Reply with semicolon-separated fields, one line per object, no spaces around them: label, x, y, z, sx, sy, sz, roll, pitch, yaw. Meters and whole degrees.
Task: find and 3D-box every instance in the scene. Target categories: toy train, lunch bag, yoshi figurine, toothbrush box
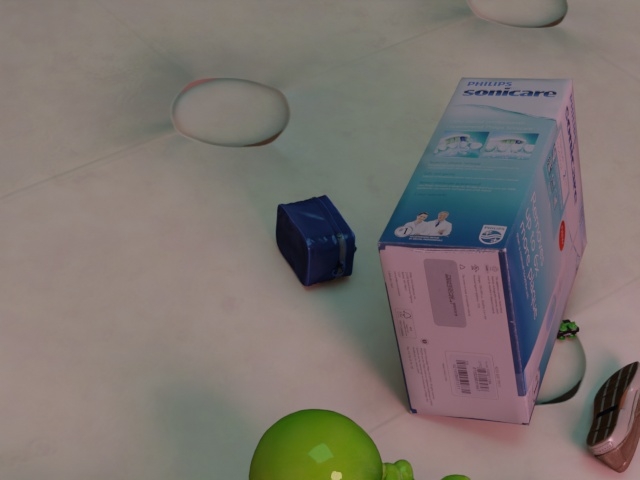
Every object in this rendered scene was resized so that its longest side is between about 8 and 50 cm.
toy train;0.229;0.096;1.430;0.083;0.017;0.023;-9;33;-17
lunch bag;0.000;0.000;1.473;0.065;0.067;0.098;-15;46;-22
yoshi figurine;0.087;0.230;1.127;0.362;0.203;0.203;7;36;0
toothbrush box;0.171;0.002;1.363;0.126;0.216;0.295;3;37;21

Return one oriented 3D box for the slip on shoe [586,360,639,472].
slip on shoe;0.295;0.171;1.337;0.041;0.051;0.135;49;34;-11
